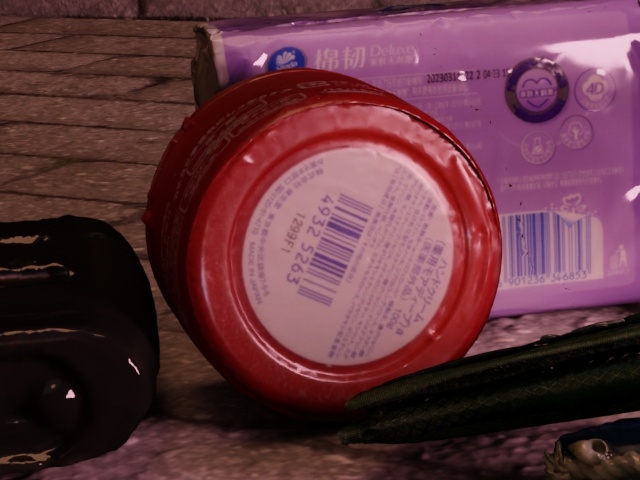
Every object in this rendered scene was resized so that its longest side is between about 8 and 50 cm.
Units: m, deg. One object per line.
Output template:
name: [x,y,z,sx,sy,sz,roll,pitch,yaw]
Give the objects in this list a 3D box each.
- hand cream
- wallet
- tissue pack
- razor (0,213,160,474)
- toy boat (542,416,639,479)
hand cream: [0.000,0.000,1.253,0.230,0.230,0.149,-7,11,-12]
wallet: [0.144,0.080,1.120,0.236,0.055,0.160,-12,-6,25]
tissue pack: [0.073,-0.061,1.439,0.338,0.242,0.160,-5,12,-9]
razor: [-0.203,0.068,1.267,0.189,0.107,0.327,-5,14,-7]
toy boat: [0.145,0.166,0.942,0.291,0.067,0.220,-28,25,-33]
